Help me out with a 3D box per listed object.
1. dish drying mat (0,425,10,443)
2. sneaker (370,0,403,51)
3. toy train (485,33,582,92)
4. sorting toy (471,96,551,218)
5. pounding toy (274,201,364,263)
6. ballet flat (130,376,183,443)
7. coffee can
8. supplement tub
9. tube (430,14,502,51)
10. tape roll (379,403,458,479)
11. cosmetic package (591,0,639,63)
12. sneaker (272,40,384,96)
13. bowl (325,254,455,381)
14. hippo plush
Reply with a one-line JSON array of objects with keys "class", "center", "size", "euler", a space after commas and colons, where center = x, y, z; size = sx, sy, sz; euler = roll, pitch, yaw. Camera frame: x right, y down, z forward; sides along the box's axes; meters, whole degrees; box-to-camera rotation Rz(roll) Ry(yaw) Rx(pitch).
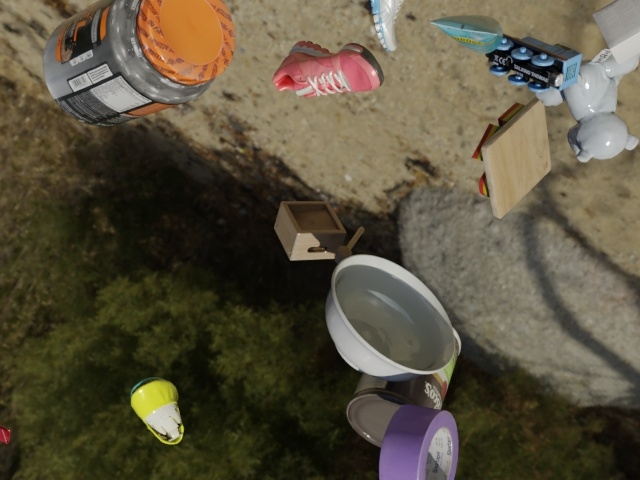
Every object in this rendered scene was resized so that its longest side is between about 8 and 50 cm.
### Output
[{"class": "dish drying mat", "center": [-0.706, 0.422, 1.700], "size": [0.083, 0.032, 0.008], "euler": [4, -178, 41]}, {"class": "sneaker", "center": [0.136, -0.462, 1.501], "size": [0.071, 0.083, 0.190], "euler": [-87, -16, -61]}, {"class": "toy train", "center": [0.408, -0.347, 1.499], "size": [0.184, 0.105, 0.080], "euler": [37, 142, 40]}, {"class": "sorting toy", "center": [0.535, -0.242, 2.201], "size": [0.089, 0.255, 0.257], "euler": [27, 149, 42]}, {"class": "pounding toy", "center": [0.010, 0.003, 1.845], "size": [0.181, 0.094, 0.206], "euler": [-2, -140, -25]}, {"class": "ballet flat", "center": [-0.270, 0.302, 1.336], "size": [0.077, 0.077, 0.231], "euler": [55, 162, 21]}, {"class": "coffee can", "center": [0.200, 0.325, 1.818], "size": [0.202, 0.275, 0.201], "euler": [14, 134, 15]}, {"class": "supplement tub", "center": [-0.308, -0.316, 1.307], "size": [0.338, 0.207, 0.207], "euler": [-5, 150, 46]}, {"class": "tube", "center": [0.202, -0.273, 1.011], "size": [0.080, 0.052, 0.207], "euler": [10, -166, 17]}, {"class": "tape roll", "center": [0.187, 0.407, 1.452], "size": [0.080, 0.189, 0.189], "euler": [4, 162, 32]}, {"class": "cosmetic package", "center": [0.620, -0.423, 1.380], "size": [0.060, 0.239, 0.098], "euler": [28, -138, -47]}, {"class": "sneaker", "center": [0.012, -0.364, 1.754], "size": [0.314, 0.136, 0.116], "euler": [19, 149, 47]}, {"class": "bowl", "center": [0.120, 0.182, 1.596], "size": [0.298, 0.134, 0.298], "euler": [23, -142, -20]}, {"class": "hippo plush", "center": [0.669, -0.317, 1.820], "size": [0.294, 0.234, 0.236], "euler": [-82, -31, -88]}]
